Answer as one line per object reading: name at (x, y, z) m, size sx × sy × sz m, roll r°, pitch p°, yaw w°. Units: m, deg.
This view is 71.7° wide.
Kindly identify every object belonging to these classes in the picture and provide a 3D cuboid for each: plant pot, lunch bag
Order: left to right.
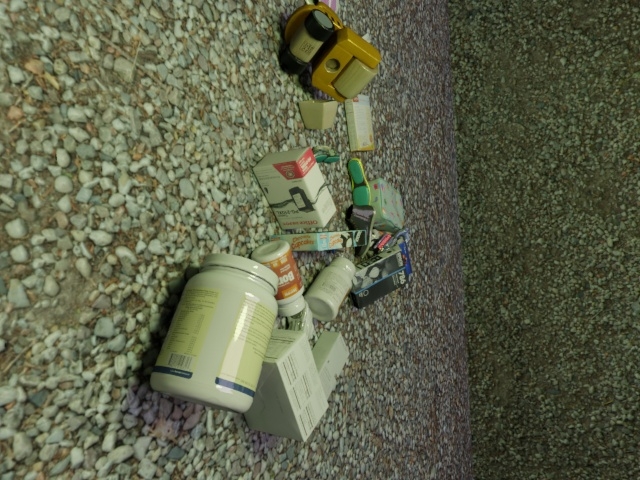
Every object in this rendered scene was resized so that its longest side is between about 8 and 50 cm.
plant pot at (-0.006, -0.453, 1.597) m, size 0.109 × 0.109 × 0.096 m, roll -35°, pitch 128°, yaw -53°
lunch bag at (0.288, -0.156, 2.019) m, size 0.279 × 0.107 × 0.224 m, roll 26°, pitch 55°, yaw -57°

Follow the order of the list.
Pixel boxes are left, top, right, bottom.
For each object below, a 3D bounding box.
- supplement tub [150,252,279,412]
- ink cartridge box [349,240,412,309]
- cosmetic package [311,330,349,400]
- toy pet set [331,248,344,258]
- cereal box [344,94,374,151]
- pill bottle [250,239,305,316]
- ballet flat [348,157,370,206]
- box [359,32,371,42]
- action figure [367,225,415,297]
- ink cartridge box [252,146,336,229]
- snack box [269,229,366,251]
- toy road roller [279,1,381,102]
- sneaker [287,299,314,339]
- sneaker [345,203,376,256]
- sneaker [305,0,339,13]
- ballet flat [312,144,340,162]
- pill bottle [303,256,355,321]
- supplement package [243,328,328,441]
supplement tub at (-0.236, 0.218, 1.054) m, size 0.235 × 0.235 × 0.325 m, roll 45°, pitch 51°, yaw -47°
ink cartridge box at (0.263, 0.141, 1.857) m, size 0.332 × 0.065 × 0.165 m, roll -27°, pitch 112°, yaw -21°
cosmetic package at (0.013, 0.444, 1.571) m, size 0.231 × 0.085 × 0.117 m, roll -54°, pitch 132°, yaw -43°
toy pet set at (0.057, 0.038, 1.715) m, size 0.114 × 0.065 × 0.122 m, roll 101°, pitch 1°, yaw -72°
cereal box at (0.171, -0.509, 1.925) m, size 0.173 × 0.047 × 0.240 m, roll -19°, pitch 103°, yaw -57°
pill bottle at (-0.121, 0.117, 1.347) m, size 0.121 × 0.121 × 0.216 m, roll -47°, pitch 125°, yaw -49°
ballet flat at (0.170, -0.238, 1.886) m, size 0.077 × 0.077 × 0.231 m, roll -47°, pitch 126°, yaw -69°
box at (0.078, -0.715, 1.666) m, size 0.145 × 0.186 × 0.038 m, roll -56°, pitch 132°, yaw -43°
action figure at (0.266, 0.096, 1.986) m, size 0.341 × 0.178 × 0.330 m, roll -40°, pitch 118°, yaw -18°
ink cartridge box at (-0.078, -0.156, 1.389) m, size 0.100 × 0.172 × 0.237 m, roll -57°, pitch 133°, yaw -42°
snack box at (0.000, 0.000, 1.487) m, size 0.322 × 0.187 × 0.060 m, roll -5°, pitch 92°, yaw -58°
toy road roller at (0.034, -0.669, 1.528) m, size 0.329 × 0.202 × 0.241 m, roll 25°, pitch 47°, yaw -26°
sneaker at (-0.065, 0.316, 1.456) m, size 0.115 × 0.090 × 0.232 m, roll 47°, pitch 51°, yaw -50°
sneaker at (0.149, -0.044, 1.848) m, size 0.118 × 0.083 × 0.222 m, roll 6°, pitch 99°, yaw -26°
sneaker at (-0.011, -0.977, 1.628) m, size 0.161 × 0.102 × 0.282 m, roll -34°, pitch 116°, yaw -50°
ballet flat at (0.003, -0.322, 1.647) m, size 0.188 × 0.070 × 0.070 m, roll -13°, pitch 98°, yaw -59°
pill bottle at (0.039, 0.168, 1.588) m, size 0.229 × 0.131 × 0.131 m, roll -55°, pitch 132°, yaw -44°
supplement package at (-0.124, 0.395, 1.244) m, size 0.145 × 0.204 × 0.262 m, roll -39°, pitch 120°, yaw -51°
